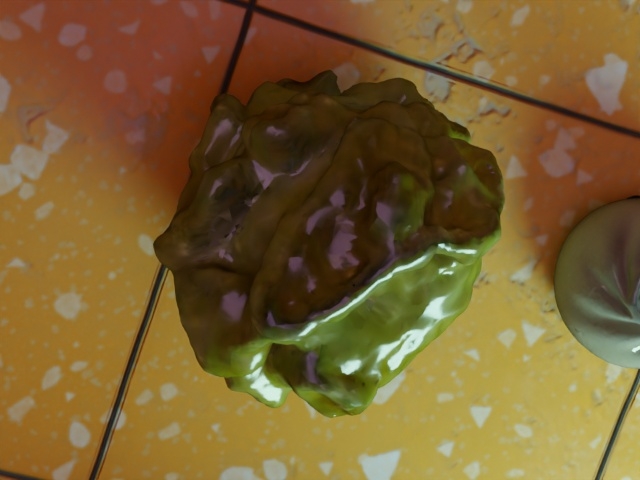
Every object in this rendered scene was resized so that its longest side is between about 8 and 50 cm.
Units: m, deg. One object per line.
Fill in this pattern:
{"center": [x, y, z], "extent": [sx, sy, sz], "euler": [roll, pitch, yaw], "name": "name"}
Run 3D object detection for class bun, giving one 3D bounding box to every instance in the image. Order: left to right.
{"center": [0.315, 0.046, 1.728], "extent": [0.172, 0.120, 0.173], "euler": [-2, 106, -8], "name": "bun"}

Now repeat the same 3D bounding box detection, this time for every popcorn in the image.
{"center": [0.000, -0.006, 1.563], "extent": [0.312, 0.312, 0.312], "euler": [-3, 105, -10], "name": "popcorn"}
